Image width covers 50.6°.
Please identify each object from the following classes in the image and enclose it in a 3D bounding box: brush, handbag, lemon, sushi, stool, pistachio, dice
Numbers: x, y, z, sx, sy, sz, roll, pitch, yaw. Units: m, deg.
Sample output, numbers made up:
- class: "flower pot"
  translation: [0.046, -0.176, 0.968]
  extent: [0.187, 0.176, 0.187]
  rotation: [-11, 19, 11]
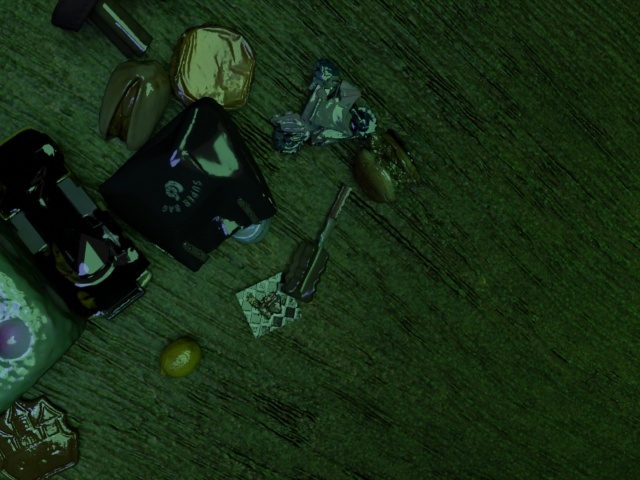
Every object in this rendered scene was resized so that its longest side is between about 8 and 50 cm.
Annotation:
- class: "brush"
  translation: [0.000, 0.000, 1.606]
  extent: [0.084, 0.071, 0.301]
  rotation: [29, 80, -30]
- class: "handbag"
  translation: [-0.274, -0.099, 1.452]
  extent: [0.342, 0.152, 0.288]
  rotation: [-36, 107, 18]
- class: "lemon"
  translation: [-0.320, 0.269, 1.542]
  extent: [0.111, 0.082, 0.082]
  rotation: [-41, 102, -10]
- class: "sushi"
  translation: [-0.122, 0.151, 1.605]
  extent: [0.126, 0.026, 0.120]
  rotation: [-25, 98, -14]
- class: "stool"
  translation: [-0.401, -0.503, 1.369]
  extent: [0.178, 0.272, 0.272]
  rotation: [33, 88, -28]
- class: "pistachio"
  translation: [-0.395, -0.289, 1.442]
  extent: [0.130, 0.131, 0.206]
  rotation: [31, 118, -1]
- class: "dice"
  translation: [-0.675, 0.158, 1.328]
  extent: [0.318, 0.322, 0.330]
  rotation: [-40, 104, -7]

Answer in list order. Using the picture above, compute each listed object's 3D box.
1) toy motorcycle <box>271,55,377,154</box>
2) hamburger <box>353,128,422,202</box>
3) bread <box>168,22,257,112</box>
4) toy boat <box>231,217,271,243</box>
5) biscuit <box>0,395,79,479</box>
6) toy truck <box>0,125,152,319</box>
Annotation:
- class: "toy motorcycle"
  translation: [-0.003, -0.311, 1.543]
  extent: [0.239, 0.108, 0.204]
  rotation: [-17, 107, -14]
- class: "hamburger"
  translation: [0.146, -0.172, 1.566]
  extent: [0.131, 0.159, 0.185]
  rotation: [-28, 128, -6]
- class: "bread"
  translation: [-0.239, -0.372, 1.489]
  extent: [0.199, 0.104, 0.199]
  rotation: [-3, 100, -15]
- class: "toy boat"
  translation: [-0.186, -0.091, 1.546]
  extent: [0.134, 0.079, 0.207]
  rotation: [-29, 94, 6]
- class: "biscuit"
  translation: [-0.645, 0.435, 1.508]
  extent: [0.182, 0.034, 0.215]
  rotation: [-25, 100, -10]
- class: "toy truck"
  translation: [-0.510, -0.023, 1.392]
  extent: [0.181, 0.254, 0.405]
  rotation: [-39, 88, -10]
